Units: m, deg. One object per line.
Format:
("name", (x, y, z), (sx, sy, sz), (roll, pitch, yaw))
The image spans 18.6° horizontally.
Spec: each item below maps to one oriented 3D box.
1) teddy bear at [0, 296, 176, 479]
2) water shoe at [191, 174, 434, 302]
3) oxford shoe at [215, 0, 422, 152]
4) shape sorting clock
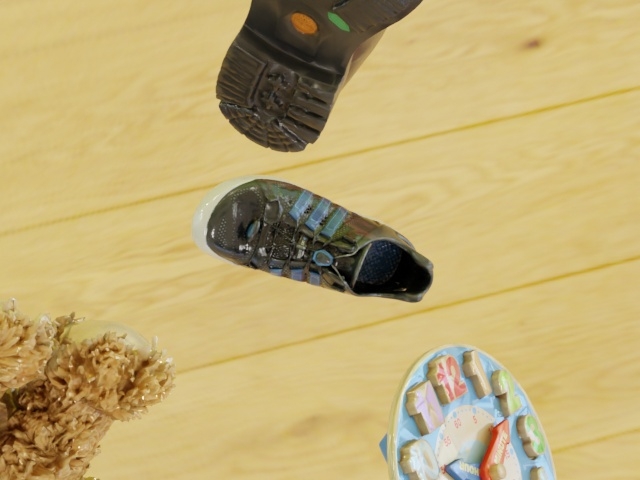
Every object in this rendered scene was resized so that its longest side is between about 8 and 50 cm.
("teddy bear", (-0.225, 0.149, 1.103), (0.338, 0.245, 0.113), (-34, 59, 14))
("water shoe", (0.000, 0.000, 1.481), (0.203, 0.080, 0.073), (11, 100, -35))
("oxford shoe", (0.015, -0.144, 0.983), (0.083, 0.227, 0.096), (34, 53, -5))
("shape sorting clock", (0.119, 0.176, 1.448), (0.206, 0.040, 0.206), (26, 53, -40))
